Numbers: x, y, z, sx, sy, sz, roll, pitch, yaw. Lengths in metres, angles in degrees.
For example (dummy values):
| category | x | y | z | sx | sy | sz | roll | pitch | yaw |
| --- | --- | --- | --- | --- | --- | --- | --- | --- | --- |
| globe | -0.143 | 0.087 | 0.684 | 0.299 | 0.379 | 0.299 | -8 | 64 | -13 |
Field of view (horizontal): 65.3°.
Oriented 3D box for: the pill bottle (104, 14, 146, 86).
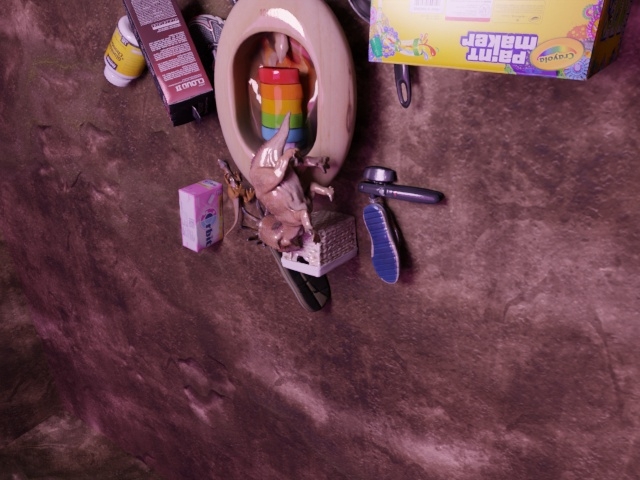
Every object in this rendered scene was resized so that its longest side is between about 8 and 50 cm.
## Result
| category | x | y | z | sx | sy | sz | roll | pitch | yaw |
| --- | --- | --- | --- | --- | --- | --- | --- | --- | --- |
| pill bottle | -0.518 | -0.504 | 1.348 | 0.184 | 0.103 | 0.103 | -38 | 87 | 42 |

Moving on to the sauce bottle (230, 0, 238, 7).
| category | x | y | z | sx | sy | sz | roll | pitch | yaw |
| --- | --- | --- | --- | --- | --- | --- | --- | --- | --- |
| sauce bottle | -0.204 | -0.573 | 1.113 | 0.042 | 0.042 | 0.128 | -16 | 104 | 41 |

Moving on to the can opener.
| category | x | y | z | sx | sy | sz | roll | pitch | yaw |
| --- | --- | --- | --- | --- | --- | --- | --- | --- | --- |
| can opener | 0.163 | -0.105 | 1.049 | 0.186 | 0.059 | 0.073 | 19 | 122 | 30 |

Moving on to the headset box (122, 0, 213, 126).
| category | x | y | z | sx | sy | sz | roll | pitch | yaw |
| --- | --- | --- | --- | --- | --- | --- | --- | --- | --- |
| headset box | -0.349 | -0.415 | 1.179 | 0.293 | 0.110 | 0.218 | 68 | 167 | -4 |

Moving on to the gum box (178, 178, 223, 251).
| category | x | y | z | sx | sy | sz | roll | pitch | yaw |
| --- | --- | --- | --- | --- | --- | --- | --- | --- | --- |
| gum box | -0.336 | -0.067 | 1.421 | 0.062 | 0.107 | 0.188 | 22 | 124 | 28 |

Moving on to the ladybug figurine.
| category | x | y | z | sx | sy | sz | roll | pitch | yaw |
| --- | --- | --- | --- | --- | --- | --- | --- | --- | --- |
| ladybug figurine | -0.061 | -0.292 | 1.040 | 0.305 | 0.162 | 0.449 | 14 | 121 | 17 |

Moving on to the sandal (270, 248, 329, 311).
| category | x | y | z | sx | sy | sz | roll | pitch | yaw |
| --- | --- | --- | --- | --- | --- | --- | --- | --- | --- |
| sandal | -0.075 | 0.047 | 1.277 | 0.086 | 0.120 | 0.302 | -2 | 111 | 53 |

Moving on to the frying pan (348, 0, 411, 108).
| category | x | y | z | sx | sy | sz | roll | pitch | yaw |
| --- | --- | --- | --- | --- | --- | --- | --- | --- | --- |
| frying pan | 0.159 | -0.430 | 0.896 | 0.197 | 0.053 | 0.326 | -25 | 98 | 42 |

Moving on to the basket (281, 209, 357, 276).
| category | x | y | z | sx | sy | sz | roll | pitch | yaw |
| --- | --- | --- | --- | --- | --- | --- | --- | --- | --- |
| basket | 0.000 | 0.000 | 1.158 | 0.113 | 0.167 | 0.103 | 14 | 115 | 32 |

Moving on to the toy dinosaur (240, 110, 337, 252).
| category | x | y | z | sx | sy | sz | roll | pitch | yaw |
| --- | --- | --- | --- | --- | --- | --- | --- | --- | --- |
| toy dinosaur | -0.085 | -0.092 | 0.991 | 0.200 | 0.127 | 0.295 | -4 | 109 | 33 |

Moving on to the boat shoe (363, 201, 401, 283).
| category | x | y | z | sx | sy | sz | roll | pitch | yaw |
| --- | --- | --- | --- | --- | --- | --- | --- | --- | --- |
| boat shoe | 0.150 | 0.002 | 1.107 | 0.066 | 0.066 | 0.183 | -5 | 103 | 37 |

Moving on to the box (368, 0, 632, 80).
| category | x | y | z | sx | sy | sz | roll | pitch | yaw |
| --- | --- | --- | --- | --- | --- | --- | --- | --- | --- |
| box | 0.264 | -0.344 | 0.704 | 0.290 | 0.279 | 0.177 | 18 | 121 | 31 |

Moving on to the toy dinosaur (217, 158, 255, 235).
| category | x | y | z | sx | sy | sz | roll | pitch | yaw |
| --- | --- | --- | --- | --- | --- | --- | --- | --- | --- |
| toy dinosaur | -0.228 | -0.119 | 1.356 | 0.112 | 0.064 | 0.211 | 5 | 107 | 56 |

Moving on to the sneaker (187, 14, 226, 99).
| category | x | y | z | sx | sy | sz | roll | pitch | yaw |
| --- | --- | --- | --- | --- | --- | --- | --- | --- | --- |
| sneaker | -0.219 | -0.394 | 1.166 | 0.121 | 0.112 | 0.299 | -35 | 88 | 43 |
